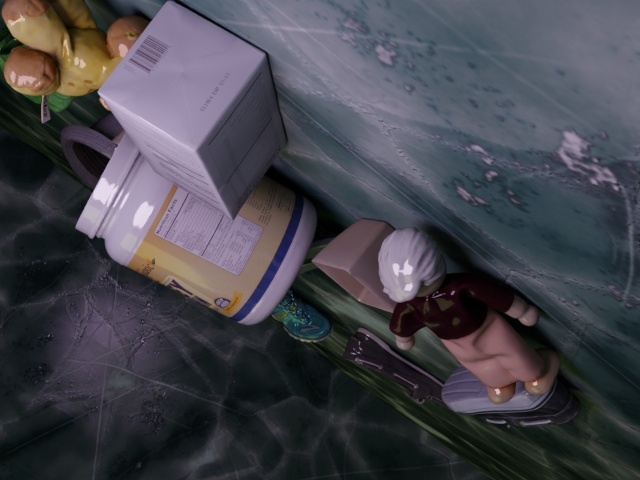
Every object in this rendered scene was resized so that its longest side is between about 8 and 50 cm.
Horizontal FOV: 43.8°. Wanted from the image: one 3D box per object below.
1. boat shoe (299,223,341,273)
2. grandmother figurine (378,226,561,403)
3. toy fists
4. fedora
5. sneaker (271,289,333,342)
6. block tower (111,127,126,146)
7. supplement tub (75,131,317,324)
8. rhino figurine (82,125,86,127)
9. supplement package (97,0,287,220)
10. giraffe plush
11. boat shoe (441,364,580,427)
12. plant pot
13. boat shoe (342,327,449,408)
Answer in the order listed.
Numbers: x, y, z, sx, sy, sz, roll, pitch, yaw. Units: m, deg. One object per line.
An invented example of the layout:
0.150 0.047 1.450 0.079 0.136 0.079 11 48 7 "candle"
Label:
0.000 0.000 1.345 0.183 0.083 0.065 -13 137 38 "boat shoe"
0.186 0.103 1.078 0.342 0.208 0.104 46 -151 -35 "grandmother figurine"
-0.520 -0.316 1.461 0.279 0.096 0.142 23 153 52 "toy fists"
-0.382 -0.168 1.571 0.244 0.124 0.275 33 160 1 "fedora"
-0.088 0.196 2.270 0.275 0.107 0.110 30 158 21 "sneaker"
-0.219 -0.104 1.457 0.097 0.091 0.335 19 161 51 "block tower"
-0.189 -0.031 1.228 0.316 0.228 0.228 28 170 -14 "supplement tub"
-0.457 -0.187 1.841 0.243 0.073 0.106 45 169 -34 "rhino figurine"
-0.141 -0.144 0.959 0.134 0.139 0.244 31 167 11 "supplement package"
-0.275 -0.227 0.995 0.170 0.181 0.210 11 135 5 "giraffe plush"
0.319 0.276 1.380 0.119 0.121 0.335 41 166 -7 "boat shoe"
0.074 0.029 1.150 0.109 0.096 0.109 42 167 -25 "plant pot"
0.208 0.357 2.074 0.335 0.095 0.112 35 168 1 "boat shoe"
